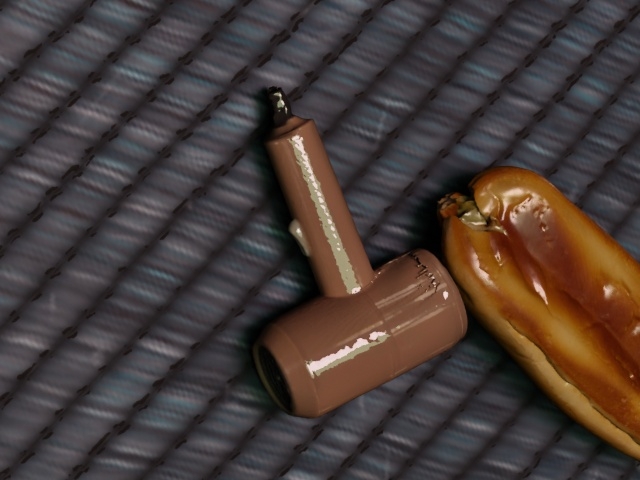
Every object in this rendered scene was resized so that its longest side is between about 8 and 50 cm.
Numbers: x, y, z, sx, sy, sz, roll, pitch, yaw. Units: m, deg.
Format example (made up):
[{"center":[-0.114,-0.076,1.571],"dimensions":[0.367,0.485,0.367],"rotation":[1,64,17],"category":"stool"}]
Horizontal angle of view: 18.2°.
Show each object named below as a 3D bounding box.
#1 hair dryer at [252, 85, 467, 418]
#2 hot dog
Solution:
[{"center":[0.000,0.000,1.130],"dimensions":[0.117,0.064,0.181],"rotation":[-26,100,-19],"category":"hair dryer"},{"center":[0.156,0.051,1.205],"dimensions":[0.249,0.068,0.100],"rotation":[42,68,-27],"category":"hot dog"}]
